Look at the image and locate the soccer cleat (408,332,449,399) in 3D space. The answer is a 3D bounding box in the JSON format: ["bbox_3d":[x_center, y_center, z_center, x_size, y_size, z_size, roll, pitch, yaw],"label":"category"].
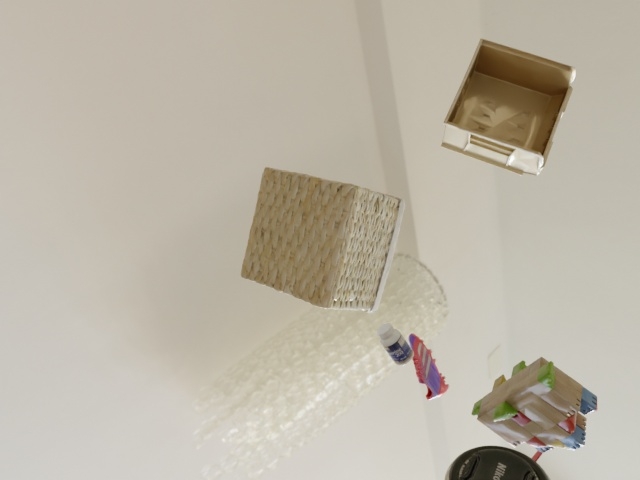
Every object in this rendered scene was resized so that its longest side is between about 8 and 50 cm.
[{"bbox_3d":[0.364,0.446,1.819,0.248,0.095,0.083,60,-6,-9],"label":"soccer cleat"}]

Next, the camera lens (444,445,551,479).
[{"bbox_3d":[0.380,0.603,1.097,0.219,0.219,0.275,15,-59,47],"label":"camera lens"}]

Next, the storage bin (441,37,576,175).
[{"bbox_3d":[0.471,-0.329,1.295,0.260,0.263,0.123,22,-16,12],"label":"storage bin"}]

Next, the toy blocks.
[{"bbox_3d":[0.671,0.524,1.551,0.260,0.191,0.382,35,-47,4],"label":"toy blocks"}]

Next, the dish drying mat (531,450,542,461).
[{"bbox_3d":[0.701,0.717,1.690,0.008,0.032,0.083,30,-77,5],"label":"dish drying mat"}]

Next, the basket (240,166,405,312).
[{"bbox_3d":[0.000,0.000,1.377,0.328,0.266,0.332,16,-86,34],"label":"basket"}]

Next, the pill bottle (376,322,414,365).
[{"bbox_3d":[0.218,0.304,1.520,0.120,0.067,0.067,54,-32,-15],"label":"pill bottle"}]
